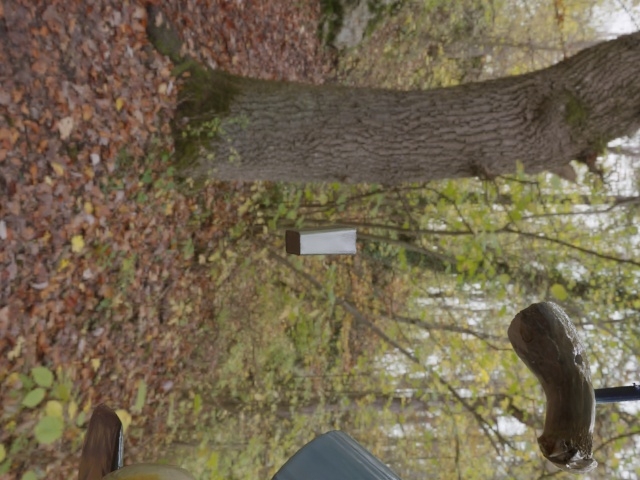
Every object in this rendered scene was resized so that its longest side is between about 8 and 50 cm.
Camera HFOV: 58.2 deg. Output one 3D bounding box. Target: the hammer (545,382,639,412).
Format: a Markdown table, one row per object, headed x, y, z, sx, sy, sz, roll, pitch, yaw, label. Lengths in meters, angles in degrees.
| x | y | z | sx | sy | sz | roll | pitch | yaw | label |
| --- | --- | --- | --- | --- | --- | --- | --- | --- | --- |
| 0.535 | 0.296 | 1.107 | 0.069 | 0.193 | 0.116 | 55 | 40 | -20 | hammer |

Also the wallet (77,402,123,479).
| x | y | z | sx | sy | sz | roll | pitch | yaw | label |
| --- | --- | --- | --- | --- | --- | --- | --- | --- | --- |
| -0.345 | 0.359 | 0.924 | 0.245 | 0.052 | 0.169 | -15 | -112 | 60 | wallet |

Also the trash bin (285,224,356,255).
| x | y | z | sx | sy | sz | roll | pitch | yaw | label |
| --- | --- | --- | --- | --- | --- | --- | --- | --- | --- |
| 0.000 | 0.000 | 0.860 | 0.061 | 0.092 | 0.043 | 12 | -77 | 63 | trash bin |

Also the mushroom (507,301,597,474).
| x | y | z | sx | sy | sz | roll | pitch | yaw | label |
| --- | --- | --- | --- | --- | --- | --- | --- | --- | --- |
| 0.321 | 0.195 | 0.774 | 0.081 | 0.092 | 0.223 | 80 | 4 | -60 | mushroom |

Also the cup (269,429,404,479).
| x | y | z | sx | sy | sz | roll | pitch | yaw | label |
| --- | --- | --- | --- | --- | --- | --- | --- | --- | --- |
| 0.086 | 0.479 | 0.890 | 0.331 | 0.311 | 0.257 | 11 | 108 | -56 | cup |

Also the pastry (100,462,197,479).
| x | y | z | sx | sy | sz | roll | pitch | yaw | label |
| --- | --- | --- | --- | --- | --- | --- | --- | --- | --- |
| -0.202 | 0.325 | 0.656 | 0.156 | 0.156 | 0.092 | -91 | -173 | -51 | pastry |
